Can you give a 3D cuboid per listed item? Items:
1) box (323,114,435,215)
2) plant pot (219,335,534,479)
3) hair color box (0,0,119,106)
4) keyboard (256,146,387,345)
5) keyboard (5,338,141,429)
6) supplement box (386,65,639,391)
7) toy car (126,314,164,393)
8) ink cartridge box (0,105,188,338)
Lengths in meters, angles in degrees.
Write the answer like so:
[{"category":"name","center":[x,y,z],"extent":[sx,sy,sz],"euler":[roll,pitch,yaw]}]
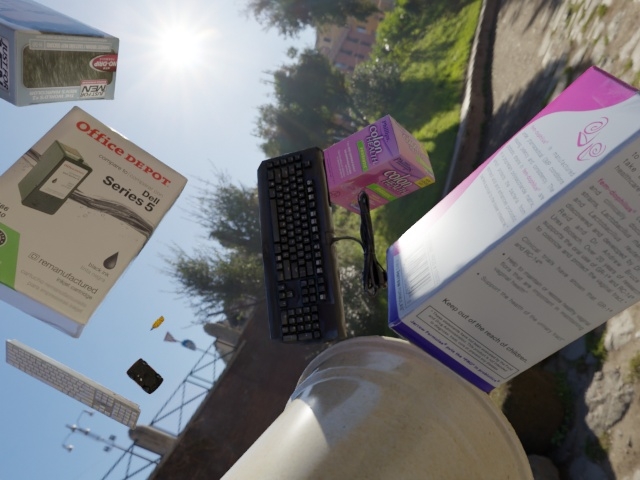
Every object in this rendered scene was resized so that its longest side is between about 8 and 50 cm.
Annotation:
[{"category":"box","center":[0.137,-0.184,1.223],"extent":[0.213,0.243,0.117],"euler":[19,-127,-53]},{"category":"plant pot","center":[0.015,0.311,0.483],"extent":[0.305,0.334,0.334],"euler":[-18,-50,-54]},{"category":"hair color box","center":[-0.547,-0.348,0.778],"extent":[0.185,0.374,0.114],"euler":[-38,-28,-59]},{"category":"keyboard","center":[0.000,0.000,0.742],"extent":[0.033,0.201,0.317],"euler":[42,-141,-72]},{"category":"keyboard","center":[-0.430,0.252,0.810],"extent":[0.072,0.256,0.014],"euler":[-60,2,31]},{"category":"supplement box","center":[0.165,-0.002,0.357],"extent":[0.220,0.114,0.111],"euler":[-46,17,29]},{"category":"toy car","center":[-0.281,0.195,0.793],"extent":[0.040,0.060,0.122],"euler":[-35,29,55]},{"category":"ink cartridge box","center":[-0.355,-0.030,0.680],"extent":[0.115,0.198,0.273],"euler":[-35,26,53]}]
